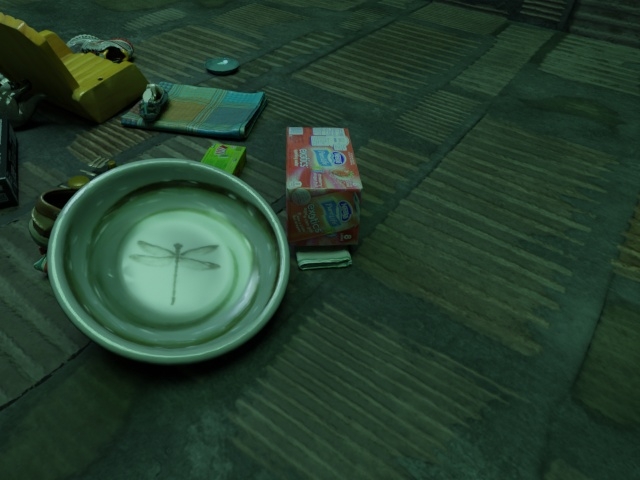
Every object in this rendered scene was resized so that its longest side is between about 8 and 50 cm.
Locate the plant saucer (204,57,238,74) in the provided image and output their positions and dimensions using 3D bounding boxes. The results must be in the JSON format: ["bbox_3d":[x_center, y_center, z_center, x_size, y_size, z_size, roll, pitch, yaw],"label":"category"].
[{"bbox_3d":[-0.350,-0.615,1.682,0.119,0.021,0.119,2,41,-2],"label":"plant saucer"}]

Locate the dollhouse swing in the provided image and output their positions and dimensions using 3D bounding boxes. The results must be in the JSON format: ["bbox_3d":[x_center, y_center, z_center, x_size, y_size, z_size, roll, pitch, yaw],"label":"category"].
[{"bbox_3d":[-0.739,-0.552,1.344,0.346,0.305,0.315,24,54,17],"label":"dollhouse swing"}]

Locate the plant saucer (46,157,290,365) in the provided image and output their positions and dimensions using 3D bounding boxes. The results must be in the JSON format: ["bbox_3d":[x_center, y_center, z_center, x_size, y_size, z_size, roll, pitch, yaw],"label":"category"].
[{"bbox_3d":[-0.257,0.037,0.851,0.399,0.101,0.401,10,56,-15],"label":"plant saucer"}]

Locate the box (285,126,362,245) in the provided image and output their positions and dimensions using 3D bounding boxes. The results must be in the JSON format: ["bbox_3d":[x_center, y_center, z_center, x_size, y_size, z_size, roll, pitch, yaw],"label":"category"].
[{"bbox_3d":[0.000,-0.130,1.052,0.153,0.142,0.300,-1,36,-4],"label":"box"}]

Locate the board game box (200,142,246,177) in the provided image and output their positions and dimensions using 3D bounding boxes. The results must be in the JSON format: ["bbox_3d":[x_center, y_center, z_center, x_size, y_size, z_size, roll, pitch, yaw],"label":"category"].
[{"bbox_3d":[-0.252,-0.174,1.179,0.092,0.043,0.181,7,42,5],"label":"board game box"}]

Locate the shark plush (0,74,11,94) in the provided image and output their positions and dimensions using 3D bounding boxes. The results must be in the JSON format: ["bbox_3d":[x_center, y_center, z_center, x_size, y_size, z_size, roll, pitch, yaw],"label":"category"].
[{"bbox_3d":[-0.960,-0.494,1.486,0.161,0.073,0.067,-38,26,-31],"label":"shark plush"}]

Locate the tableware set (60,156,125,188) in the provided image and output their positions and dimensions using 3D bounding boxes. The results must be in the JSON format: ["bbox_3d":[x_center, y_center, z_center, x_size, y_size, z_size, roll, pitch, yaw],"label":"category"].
[{"bbox_3d":[-0.538,-0.148,1.149,0.103,0.024,0.154,16,42,9],"label":"tableware set"}]

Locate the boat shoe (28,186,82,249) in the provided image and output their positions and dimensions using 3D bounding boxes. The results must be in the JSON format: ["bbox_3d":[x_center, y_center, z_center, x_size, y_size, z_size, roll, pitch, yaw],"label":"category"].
[{"bbox_3d":[-0.387,-0.051,0.938,0.324,0.116,0.123,-8,54,-36],"label":"boat shoe"}]

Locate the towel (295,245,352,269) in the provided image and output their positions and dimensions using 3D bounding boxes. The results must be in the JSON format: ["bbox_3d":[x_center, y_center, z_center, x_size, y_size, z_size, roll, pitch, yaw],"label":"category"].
[{"bbox_3d":[0.000,0.000,1.016,0.113,0.023,0.152,-3,42,-8],"label":"towel"}]

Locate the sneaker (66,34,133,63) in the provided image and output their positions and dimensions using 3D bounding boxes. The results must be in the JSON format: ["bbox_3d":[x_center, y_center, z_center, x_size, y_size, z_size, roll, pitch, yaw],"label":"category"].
[{"bbox_3d":[-0.776,-0.664,1.659,0.225,0.088,0.093,-7,44,-11],"label":"sneaker"}]

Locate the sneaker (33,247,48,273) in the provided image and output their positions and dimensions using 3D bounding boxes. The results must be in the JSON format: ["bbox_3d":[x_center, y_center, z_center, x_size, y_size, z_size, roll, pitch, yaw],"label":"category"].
[{"bbox_3d":[-0.519,0.003,0.952,0.075,0.057,0.161,4,44,-7],"label":"sneaker"}]

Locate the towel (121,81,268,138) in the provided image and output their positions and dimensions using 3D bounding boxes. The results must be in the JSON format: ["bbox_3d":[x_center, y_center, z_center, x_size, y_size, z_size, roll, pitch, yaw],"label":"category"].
[{"bbox_3d":[-0.368,-0.398,1.425,0.369,0.040,0.272,8,41,6],"label":"towel"}]

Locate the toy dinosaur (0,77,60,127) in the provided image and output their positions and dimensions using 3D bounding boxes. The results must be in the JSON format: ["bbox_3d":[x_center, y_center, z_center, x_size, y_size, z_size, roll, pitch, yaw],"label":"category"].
[{"bbox_3d":[-0.883,-0.371,1.314,0.313,0.121,0.161,6,85,-14],"label":"toy dinosaur"}]

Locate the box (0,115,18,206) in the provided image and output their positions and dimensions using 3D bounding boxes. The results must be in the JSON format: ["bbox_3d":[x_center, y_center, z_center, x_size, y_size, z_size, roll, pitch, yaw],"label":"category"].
[{"bbox_3d":[-0.855,-0.171,1.111,0.242,0.077,0.308,-15,45,-19],"label":"box"}]

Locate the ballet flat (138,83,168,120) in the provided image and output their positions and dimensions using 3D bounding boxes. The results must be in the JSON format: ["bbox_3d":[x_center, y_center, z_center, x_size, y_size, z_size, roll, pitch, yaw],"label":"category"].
[{"bbox_3d":[-0.482,-0.416,1.370,0.070,0.070,0.189,-3,42,-7],"label":"ballet flat"}]
